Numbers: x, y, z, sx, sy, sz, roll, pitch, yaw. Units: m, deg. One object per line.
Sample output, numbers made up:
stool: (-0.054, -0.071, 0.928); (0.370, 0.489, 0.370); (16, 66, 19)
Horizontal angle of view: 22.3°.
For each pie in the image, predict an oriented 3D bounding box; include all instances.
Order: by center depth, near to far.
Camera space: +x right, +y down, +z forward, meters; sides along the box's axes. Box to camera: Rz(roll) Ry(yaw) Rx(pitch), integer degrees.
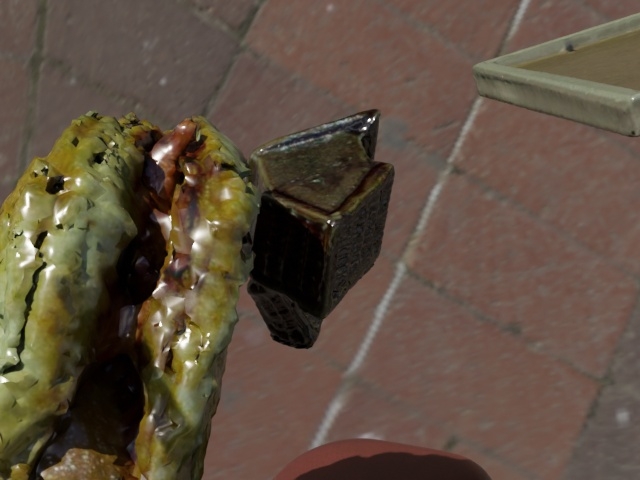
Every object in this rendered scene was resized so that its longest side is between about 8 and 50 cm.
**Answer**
pie: (-0.174, 0.095, 1.099); (0.180, 0.418, 0.395); (17, 78, -12)

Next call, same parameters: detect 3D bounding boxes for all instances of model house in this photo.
model house: (-0.001, 0.006, 1.190); (0.106, 0.152, 0.165); (-1, 120, -11)

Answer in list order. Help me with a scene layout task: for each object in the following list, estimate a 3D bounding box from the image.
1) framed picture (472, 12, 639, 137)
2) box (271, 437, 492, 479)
framed picture: (0.254, -0.117, 0.789); (0.324, 0.240, 0.020); (-18, 102, -8)
box: (-0.002, 0.319, 1.422); (0.404, 0.263, 0.108); (-44, 127, -43)
